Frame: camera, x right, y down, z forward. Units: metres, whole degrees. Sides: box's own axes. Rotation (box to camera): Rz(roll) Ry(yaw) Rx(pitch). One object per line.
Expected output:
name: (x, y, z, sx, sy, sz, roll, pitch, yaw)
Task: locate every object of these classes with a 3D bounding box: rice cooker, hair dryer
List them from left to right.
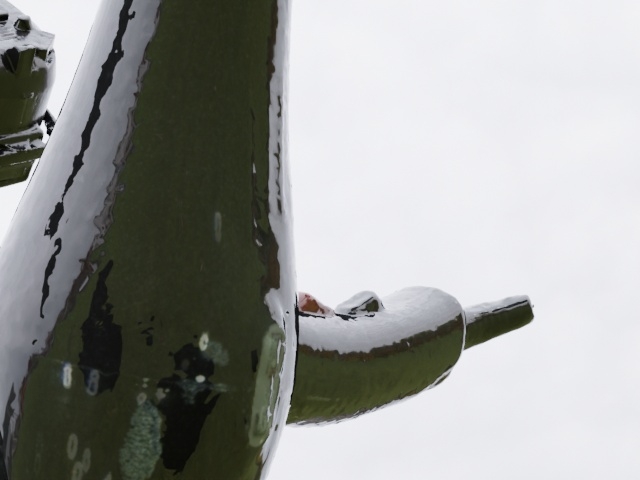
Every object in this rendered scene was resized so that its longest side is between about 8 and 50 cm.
rice cooker: (-0.228, -0.101, 0.980, 0.112, 0.165, 0.106, -19, -48, -50)
hair dryer: (0.000, 0.000, 0.536, 0.272, 0.091, 0.235, 9, -89, -60)
